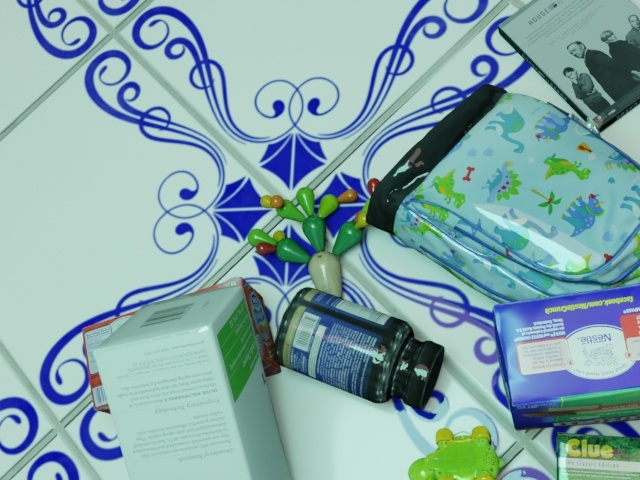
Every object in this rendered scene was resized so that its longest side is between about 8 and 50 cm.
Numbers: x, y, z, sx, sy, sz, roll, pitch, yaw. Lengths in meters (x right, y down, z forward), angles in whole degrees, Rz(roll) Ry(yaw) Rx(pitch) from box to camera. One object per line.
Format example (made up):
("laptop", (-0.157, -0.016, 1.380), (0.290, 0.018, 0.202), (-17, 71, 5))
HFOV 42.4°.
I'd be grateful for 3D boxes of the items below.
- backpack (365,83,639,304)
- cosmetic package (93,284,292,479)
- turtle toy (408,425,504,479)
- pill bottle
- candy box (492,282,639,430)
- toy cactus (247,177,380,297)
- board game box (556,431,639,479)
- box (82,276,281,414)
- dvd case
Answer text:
("backpack", (0.287, -0.039, 1.118), (0.290, 0.273, 0.355), (-42, 79, -18))
("cosmetic package", (-0.143, 0.265, 1.048), (0.155, 0.197, 0.366), (-13, 101, 8))
("turtle toy", (0.181, 0.306, 1.106), (0.130, 0.066, 0.095), (-7, 47, 14))
("pill bottle", (0.056, 0.155, 1.157), (0.219, 0.123, 0.123), (19, 77, 19))
("candy box", (0.351, 0.146, 0.985), (0.268, 0.317, 0.122), (-9, 71, 11))
("toy cactus", (0.000, 0.000, 1.244), (0.218, 0.112, 0.181), (-13, 79, 0))
("board game box", (0.438, 0.323, 1.061), (0.259, 0.030, 0.136), (1, 74, 14))
("box", (-0.203, 0.162, 1.215), (0.256, 0.123, 0.128), (-19, 69, 6))
("dvd case", (0.420, -0.303, 1.276), (0.179, 0.029, 0.239), (-36, 67, 0))
